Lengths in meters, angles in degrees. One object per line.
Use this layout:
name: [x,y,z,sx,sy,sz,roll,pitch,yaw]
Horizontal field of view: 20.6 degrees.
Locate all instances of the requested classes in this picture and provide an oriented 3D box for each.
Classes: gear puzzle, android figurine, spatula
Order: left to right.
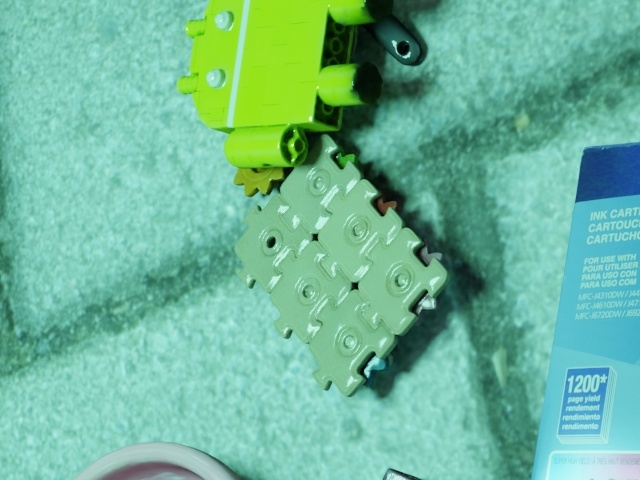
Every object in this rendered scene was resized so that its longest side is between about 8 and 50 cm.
android figurine: [-0.045,-0.194,1.787,0.273,0.056,0.248,3,82,44]
gear puzzle: [0.000,0.000,1.751,0.175,0.044,0.339,-51,49,15]
spatula: [0.017,-0.273,1.829,0.084,0.030,0.296,-50,53,15]

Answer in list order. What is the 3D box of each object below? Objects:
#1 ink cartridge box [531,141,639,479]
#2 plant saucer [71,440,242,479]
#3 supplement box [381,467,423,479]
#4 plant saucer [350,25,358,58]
ink cartridge box: [0.332,0.063,1.380,0.270,0.151,0.395,-5,63,37]
plant saucer: [-0.159,0.366,1.721,0.332,0.084,0.332,-14,66,34]
supplement box: [0.097,0.243,1.582,0.083,0.055,0.043,21,87,39]
plant saucer: [0.015,-0.217,1.804,0.083,0.015,0.083,22,119,48]
